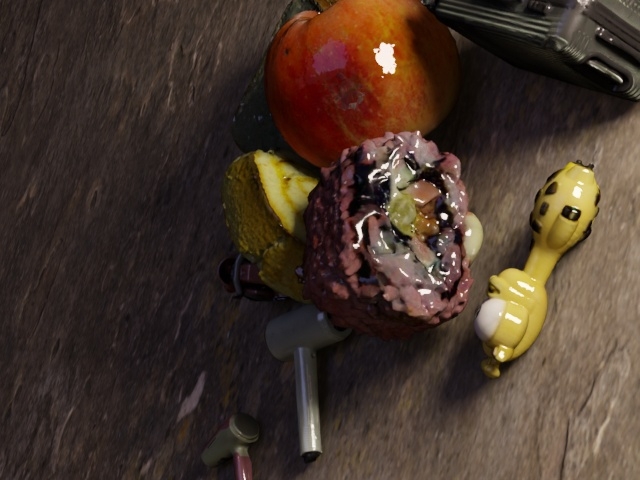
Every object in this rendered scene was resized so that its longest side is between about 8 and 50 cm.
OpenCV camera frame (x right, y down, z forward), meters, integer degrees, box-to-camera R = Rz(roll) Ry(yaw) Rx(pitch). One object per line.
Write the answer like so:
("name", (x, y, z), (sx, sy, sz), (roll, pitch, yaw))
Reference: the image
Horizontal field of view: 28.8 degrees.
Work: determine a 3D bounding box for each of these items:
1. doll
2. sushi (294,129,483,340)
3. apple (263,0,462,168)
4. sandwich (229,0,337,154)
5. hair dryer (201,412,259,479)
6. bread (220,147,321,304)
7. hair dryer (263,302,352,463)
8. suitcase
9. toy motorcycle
("doll", (0.264, 0.034, 1.545), (0.291, 0.086, 0.117), (-64, -4, 7))
("sushi", (0.105, -0.010, 1.651), (0.171, 0.236, 0.270), (134, 146, -65))
("apple", (0.043, -0.227, 1.775), (0.293, 0.251, 0.163), (-27, 5, 19))
("sandwich", (-0.019, -0.232, 2.003), (0.271, 0.099, 0.301), (47, 118, 45))
("hair dryer", (-0.129, 0.352, 1.906), (0.106, 0.054, 0.154), (-48, 44, 31))
("bread", (-0.033, -0.031, 1.835), (0.257, 0.186, 0.124), (49, 130, 27))
("hair dryer", (-0.015, 0.206, 1.822), (0.131, 0.073, 0.236), (-25, 56, 41))
("suitcase", (0.289, -0.286, 1.583), (0.312, 0.202, 0.128), (32, 98, 54))
("toy motorcycle", (-0.080, 0.055, 1.940), (0.212, 0.118, 0.084), (-1, 80, 51))
